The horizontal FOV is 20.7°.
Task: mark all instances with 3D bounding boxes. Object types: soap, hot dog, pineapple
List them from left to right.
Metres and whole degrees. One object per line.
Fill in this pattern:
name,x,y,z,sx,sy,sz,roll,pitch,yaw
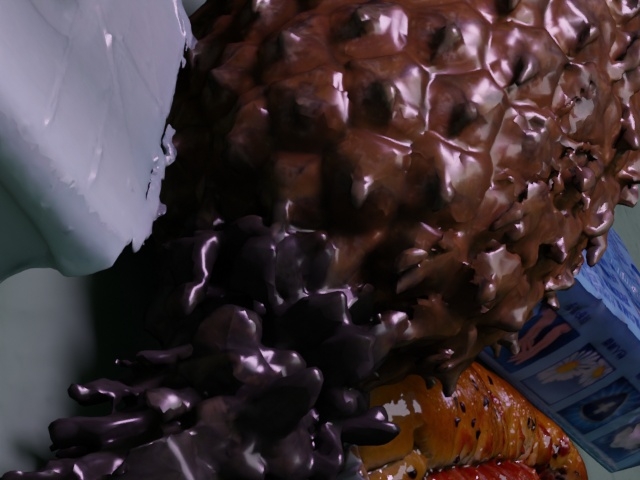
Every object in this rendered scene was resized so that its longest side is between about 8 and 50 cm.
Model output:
soap,-0.139,-0.111,0.511,0.261,0.094,0.150,55,31,-33
pineapple,0.000,0.000,0.668,0.202,0.202,0.362,58,47,-29
hot dog,0.067,0.121,0.821,0.268,0.075,0.144,19,56,-60
soap,0.118,0.019,0.952,0.293,0.077,0.156,41,22,-50
